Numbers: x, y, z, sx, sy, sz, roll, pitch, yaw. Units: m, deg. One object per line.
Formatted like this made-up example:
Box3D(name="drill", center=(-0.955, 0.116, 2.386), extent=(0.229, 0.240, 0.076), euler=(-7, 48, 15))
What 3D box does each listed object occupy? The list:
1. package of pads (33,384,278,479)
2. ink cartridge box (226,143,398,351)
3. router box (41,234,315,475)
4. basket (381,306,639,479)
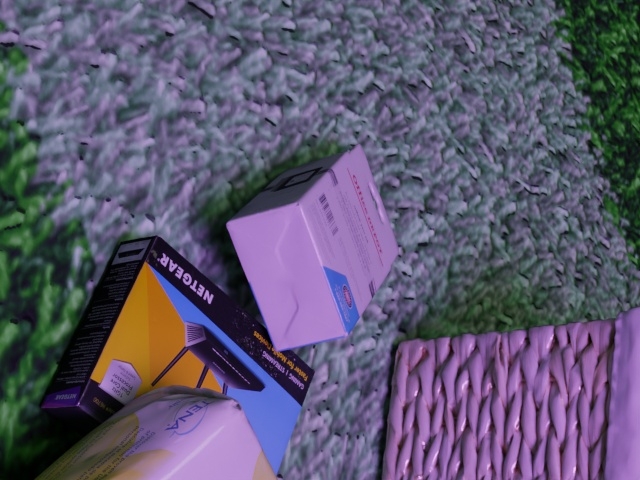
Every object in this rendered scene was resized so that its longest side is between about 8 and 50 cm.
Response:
Box3D(name="package of pads", center=(-0.128, 0.250, 0.729), extent=(0.296, 0.101, 0.229), euler=(-39, 116, -35))
Box3D(name="ink cartridge box", center=(0.000, 0.000, 0.948), extent=(0.180, 0.060, 0.104), euler=(-49, 121, -66))
Box3D(name="router box", center=(-0.091, 0.102, 0.864), extent=(0.179, 0.046, 0.133), euler=(43, 54, -34))
Box3D(name="basket", center=(0.236, 0.258, 1.036), extent=(0.328, 0.266, 0.331), euler=(24, 65, -43))
